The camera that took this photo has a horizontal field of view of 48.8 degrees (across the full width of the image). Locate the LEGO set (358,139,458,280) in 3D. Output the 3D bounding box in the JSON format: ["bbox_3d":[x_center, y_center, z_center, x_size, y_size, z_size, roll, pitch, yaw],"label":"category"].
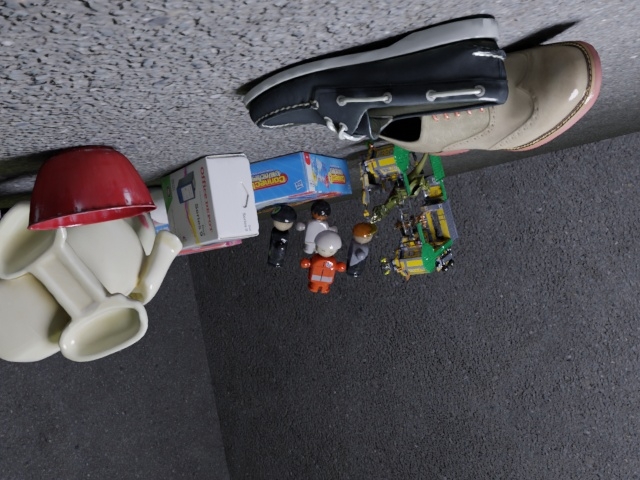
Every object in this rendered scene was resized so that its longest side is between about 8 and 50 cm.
[{"bbox_3d":[0.155,-0.075,1.545,0.192,0.331,0.255,-9,-159,36],"label":"LEGO set"}]

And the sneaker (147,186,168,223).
[{"bbox_3d":[-0.349,-0.089,1.613,0.094,0.080,0.212,36,-170,28],"label":"sneaker"}]

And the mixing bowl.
[{"bbox_3d":[-0.333,-0.078,1.012,0.181,0.098,0.181,-10,179,0],"label":"mixing bowl"}]

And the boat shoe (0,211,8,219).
[{"bbox_3d":[-0.712,-0.004,1.545,0.102,0.092,0.285,-9,178,-33],"label":"boat shoe"}]

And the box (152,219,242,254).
[{"bbox_3d":[-0.382,-0.034,1.903,0.299,0.154,0.142,-12,179,13],"label":"box"}]

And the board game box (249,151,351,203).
[{"bbox_3d":[-0.120,-0.119,1.606,0.308,0.086,0.302,-11,179,20],"label":"board game box"}]

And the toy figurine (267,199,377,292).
[{"bbox_3d":[0.000,0.000,1.613,0.213,0.148,0.209,29,-149,33],"label":"toy figurine"}]

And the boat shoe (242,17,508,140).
[{"bbox_3d":[0.052,-0.157,0.775,0.302,0.091,0.114,-11,179,29],"label":"boat shoe"}]

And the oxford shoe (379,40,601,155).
[{"bbox_3d":[0.196,-0.171,0.917,0.130,0.123,0.348,-4,175,-31],"label":"oxford shoe"}]

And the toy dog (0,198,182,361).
[{"bbox_3d":[-0.443,0.055,1.330,0.395,0.284,0.408,-42,-168,18],"label":"toy dog"}]

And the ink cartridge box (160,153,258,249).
[{"bbox_3d":[-0.215,-0.069,1.350,0.093,0.154,0.212,-9,179,-37],"label":"ink cartridge box"}]
